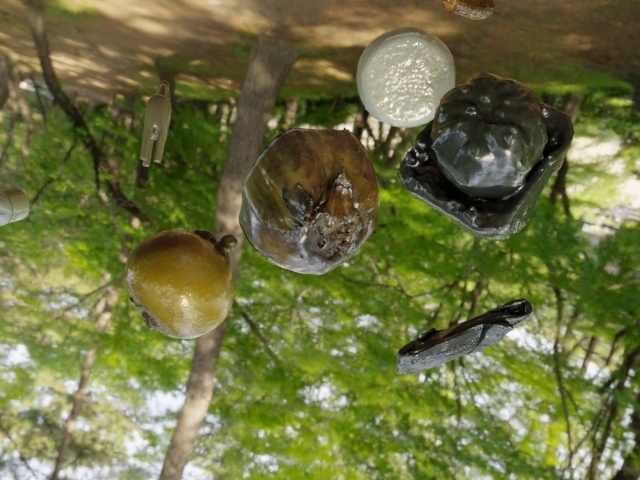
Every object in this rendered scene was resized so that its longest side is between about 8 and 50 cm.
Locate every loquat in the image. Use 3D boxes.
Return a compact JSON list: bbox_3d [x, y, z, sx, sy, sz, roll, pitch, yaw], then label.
[{"bbox_3d":[-0.385,0.106,1.961,0.328,0.359,0.328,45,166,15],"label":"loquat"}]

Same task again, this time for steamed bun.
[{"bbox_3d":[0.240,-0.468,1.937,0.283,0.283,0.177,17,-163,-9],"label":"steamed bun"}]

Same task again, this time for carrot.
[{"bbox_3d":[0.297,-0.469,1.350,0.055,0.055,0.161,20,-155,32],"label":"carrot"}]

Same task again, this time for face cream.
[{"bbox_3d":[-0.693,-0.049,1.341,0.070,0.114,0.224,54,-149,4],"label":"face cream"}]

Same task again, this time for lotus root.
[{"bbox_3d":[-0.002,-0.059,1.182,0.272,0.272,0.192,14,-153,-38],"label":"lotus root"}]

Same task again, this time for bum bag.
[{"bbox_3d":[0.242,0.165,1.156,0.248,0.060,0.123,-17,157,-4],"label":"bum bag"}]

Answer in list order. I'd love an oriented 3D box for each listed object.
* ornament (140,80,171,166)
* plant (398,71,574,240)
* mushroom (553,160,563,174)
[{"bbox_3d":[-0.413,-0.308,1.723,0.061,0.245,0.230,9,176,-13],"label":"ornament"},{"bbox_3d":[0.184,-0.088,0.759,0.142,0.164,0.256,38,172,23],"label":"plant"},{"bbox_3d":[0.470,-0.128,1.585,0.148,0.218,0.227,18,155,0],"label":"mushroom"}]
